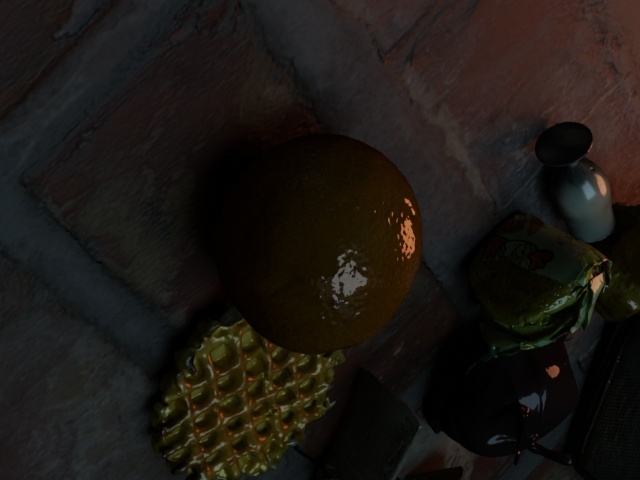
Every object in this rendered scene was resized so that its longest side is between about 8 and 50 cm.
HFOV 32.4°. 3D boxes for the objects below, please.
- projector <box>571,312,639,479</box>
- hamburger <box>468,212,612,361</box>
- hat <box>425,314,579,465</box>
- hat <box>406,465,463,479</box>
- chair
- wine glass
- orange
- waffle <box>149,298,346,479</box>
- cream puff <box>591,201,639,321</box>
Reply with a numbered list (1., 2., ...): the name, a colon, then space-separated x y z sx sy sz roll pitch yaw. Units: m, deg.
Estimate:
1. projector: 0.716 0.296 2.116 0.395 0.242 0.405 -11 125 -38
2. hamburger: 0.310 0.078 1.654 0.235 0.214 0.125 -38 124 -5
3. hat: 0.354 0.243 1.769 0.336 0.209 0.238 -41 155 -8
4. hat: 0.172 0.422 1.872 0.146 0.067 0.146 -50 179 -1
5. chair: 0.085 0.374 1.697 0.186 0.160 0.319 19 105 -40
6. wine glass: 0.399 -0.084 1.700 0.093 0.093 0.202 -43 136 -9
7. orange: 0.000 0.000 1.318 0.264 0.264 0.264 -21 129 -29
8. waffle: -0.093 0.194 1.490 0.329 0.062 0.329 -20 127 -29
9. cream puff: 0.545 0.011 1.814 0.281 0.185 0.282 -27 170 -5
